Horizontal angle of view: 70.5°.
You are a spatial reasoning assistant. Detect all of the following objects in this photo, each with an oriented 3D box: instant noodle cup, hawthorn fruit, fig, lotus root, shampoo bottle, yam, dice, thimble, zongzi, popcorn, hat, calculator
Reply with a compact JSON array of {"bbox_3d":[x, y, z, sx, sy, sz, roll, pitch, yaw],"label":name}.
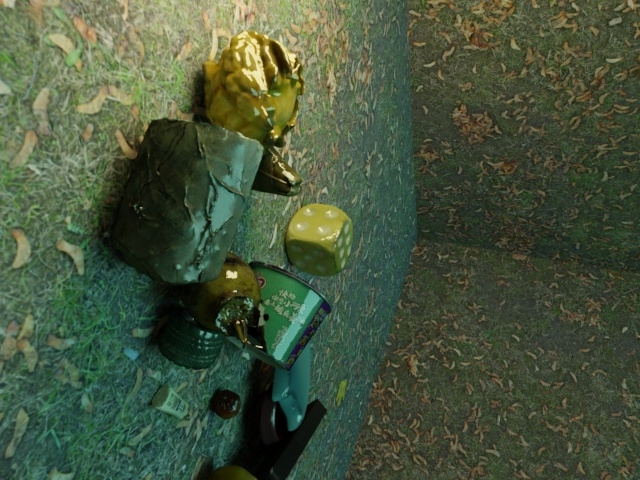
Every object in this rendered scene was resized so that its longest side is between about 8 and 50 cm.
[{"bbox_3d":[-0.120,0.198,1.140,0.190,0.251,0.251,-61,153,-22],"label":"instant noodle cup"},{"bbox_3d":[-0.238,0.420,1.153,0.077,0.077,0.077,10,90,-69],"label":"hawthorn fruit"},{"bbox_3d":[-0.251,0.682,1.131,0.233,0.167,0.167,-44,146,-20],"label":"fig"},{"bbox_3d":[-0.191,0.099,0.872,0.154,0.278,0.153,-9,112,-22],"label":"lotus root"},{"bbox_3d":[-0.313,0.358,0.976,0.141,0.034,0.048,73,27,-51],"label":"shampoo bottle"},{"bbox_3d":[-0.232,-0.064,0.772,0.202,0.202,0.271,13,86,-26],"label":"yam"},{"bbox_3d":[0.000,0.000,1.419,0.169,0.170,0.166,78,31,-45],"label":"dice"},{"bbox_3d":[-0.257,0.196,0.919,0.135,0.119,0.090,-2,117,-85],"label":"thimble"},{"bbox_3d":[-0.111,-0.195,1.061,0.078,0.160,0.176,-23,122,-60],"label":"zongzi"},{"bbox_3d":[-0.130,-0.301,0.926,0.250,0.190,0.249,0,90,-72],"label":"popcorn"},{"bbox_3d":[-0.154,0.520,1.374,0.205,0.089,0.205,-1,90,-76],"label":"hat"},{"bbox_3d":[-0.080,0.376,1.438,0.386,0.055,0.256,-86,165,-49],"label":"calculator"}]

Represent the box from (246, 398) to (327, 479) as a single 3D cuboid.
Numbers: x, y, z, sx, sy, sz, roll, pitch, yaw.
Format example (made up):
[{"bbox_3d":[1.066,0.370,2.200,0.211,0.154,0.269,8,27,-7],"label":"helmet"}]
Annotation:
[{"bbox_3d":[-0.122,0.646,1.403,0.211,0.058,0.350,-41,179,31],"label":"box"}]
